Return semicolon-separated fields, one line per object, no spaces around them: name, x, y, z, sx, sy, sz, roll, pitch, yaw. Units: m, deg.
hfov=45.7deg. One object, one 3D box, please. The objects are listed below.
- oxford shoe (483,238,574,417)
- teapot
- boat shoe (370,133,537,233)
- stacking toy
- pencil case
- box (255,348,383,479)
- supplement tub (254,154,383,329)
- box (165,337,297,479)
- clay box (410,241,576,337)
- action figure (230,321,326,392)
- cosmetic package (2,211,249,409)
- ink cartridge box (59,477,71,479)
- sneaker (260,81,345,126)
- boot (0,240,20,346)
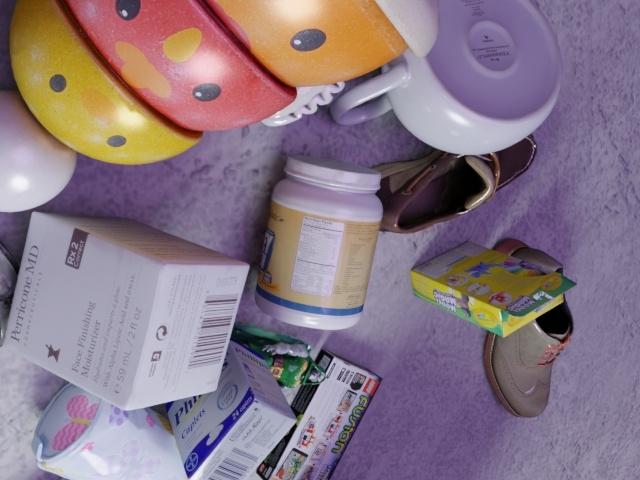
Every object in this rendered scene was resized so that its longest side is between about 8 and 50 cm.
oxford shoe;0.362;0.175;1.294;0.123;0.130;0.349;-27;119;-25
teapot;0.175;-0.215;1.014;0.256;0.187;0.253;30;67;-12
boat shoe;0.209;-0.086;1.106;0.341;0.123;0.123;-19;115;-29
stacking toy;-0.161;-0.183;0.716;0.480;0.351;0.350;-39;128;13
pencil case;-0.219;0.276;0.934;0.124;0.113;0.273;-41;125;0
box;0.000;0.276;1.134;0.114;0.036;0.207;31;87;-38
supplement tub;0.000;0.000;0.976;0.144;0.144;0.200;3;103;-36
box;-0.111;0.206;0.907;0.072;0.137;0.126;35;98;-33
clay box;0.255;0.072;1.128;0.127;0.222;0.053;-24;118;-26
action figure;-0.089;0.165;1.019;0.232;0.063;0.137;14;107;-34
cosmetic package;-0.204;0.067;0.804;0.151;0.183;0.151;5;101;-63
ink cartridge box;-0.320;0.381;0.913;0.150;0.063;0.109;-46;123;-23
sneaker;0.007;-0.265;0.901;0.292;0.110;0.118;-50;133;-2
boot;-0.397;0.031;0.762;0.161;0.083;0.247;-35;128;-29
